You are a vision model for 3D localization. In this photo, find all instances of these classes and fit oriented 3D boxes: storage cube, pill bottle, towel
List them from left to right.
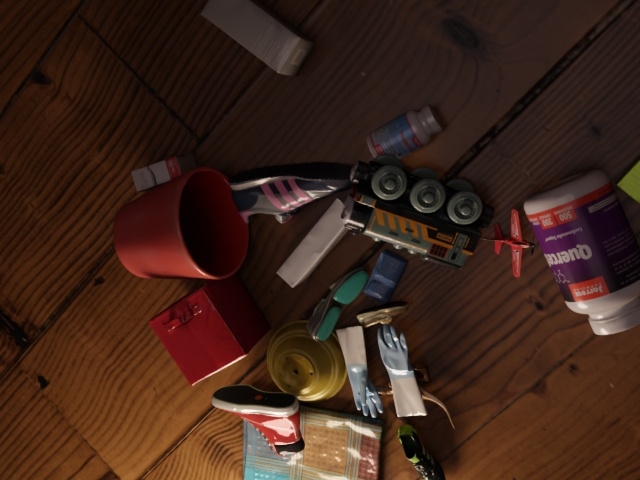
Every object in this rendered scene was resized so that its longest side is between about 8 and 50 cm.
[{"bbox_3d":[-0.269,0.210,1.886,0.184,0.215,0.193,-31,95,20],"label":"storage cube"},{"bbox_3d":[-0.028,0.554,1.956,0.370,0.040,0.271,6,102,17],"label":"towel"},{"bbox_3d":[0.154,0.087,1.821,0.067,0.029,0.119,27,106,11],"label":"towel"},{"bbox_3d":[0.190,-0.238,1.723,0.160,0.087,0.087,-28,90,20],"label":"pill bottle"},{"bbox_3d":[0.566,0.025,1.596,0.181,0.181,0.323,-24,91,20],"label":"pill bottle"}]

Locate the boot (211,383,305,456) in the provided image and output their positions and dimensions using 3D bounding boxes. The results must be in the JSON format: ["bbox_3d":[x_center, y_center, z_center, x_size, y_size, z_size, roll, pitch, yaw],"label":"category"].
[{"bbox_3d":[-0.158,0.459,1.920,0.244,0.088,0.176,5,118,26],"label":"boot"}]

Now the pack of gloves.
[{"bbox_3d":[0.133,0.315,1.815,0.195,0.046,0.232,-13,94,39],"label":"pack of gloves"}]

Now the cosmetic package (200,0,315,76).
[{"bbox_3d":[-0.142,-0.490,1.768,0.238,0.127,0.107,36,107,11],"label":"cosmetic package"}]

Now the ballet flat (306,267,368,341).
[{"bbox_3d":[0.033,0.143,1.849,0.213,0.072,0.068,-57,41,6],"label":"ballet flat"}]

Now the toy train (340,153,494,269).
[{"bbox_3d":[0.210,-0.062,1.690,0.334,0.142,0.190,18,109,-8],"label":"toy train"}]

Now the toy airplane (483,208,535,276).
[{"bbox_3d":[0.418,0.005,1.687,0.151,0.028,0.151,23,118,56],"label":"toy airplane"}]

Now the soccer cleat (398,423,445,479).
[{"bbox_3d":[0.239,0.529,1.846,0.060,0.072,0.179,-33,88,20],"label":"soccer cleat"}]

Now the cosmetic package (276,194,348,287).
[{"bbox_3d":[0.000,0.000,1.820,0.060,0.099,0.239,42,108,7],"label":"cosmetic package"}]

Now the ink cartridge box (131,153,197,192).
[{"bbox_3d":[-0.388,-0.169,1.916,0.135,0.099,0.056,-16,94,19],"label":"ink cartridge box"}]

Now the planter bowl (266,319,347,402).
[{"bbox_3d":[-0.048,0.313,1.893,0.217,0.090,0.217,3,99,17],"label":"planter bowl"}]

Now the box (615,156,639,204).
[{"bbox_3d":[0.717,-0.150,1.591,0.109,0.042,0.178,41,108,7],"label":"box"}]

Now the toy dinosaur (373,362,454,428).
[{"bbox_3d":[0.234,0.360,1.835,0.211,0.064,0.112,12,115,26],"label":"toy dinosaur"}]

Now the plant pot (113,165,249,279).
[{"bbox_3d":[-0.349,-0.023,1.855,0.243,0.275,0.275,-11,96,29],"label":"plant pot"}]

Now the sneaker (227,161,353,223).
[{"bbox_3d":[-0.058,-0.109,1.830,0.319,0.112,0.131,-2,116,21],"label":"sneaker"}]

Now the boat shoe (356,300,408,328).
[{"bbox_3d":[0.153,0.178,1.830,0.135,0.050,0.045,-16,97,30],"label":"boat shoe"}]
